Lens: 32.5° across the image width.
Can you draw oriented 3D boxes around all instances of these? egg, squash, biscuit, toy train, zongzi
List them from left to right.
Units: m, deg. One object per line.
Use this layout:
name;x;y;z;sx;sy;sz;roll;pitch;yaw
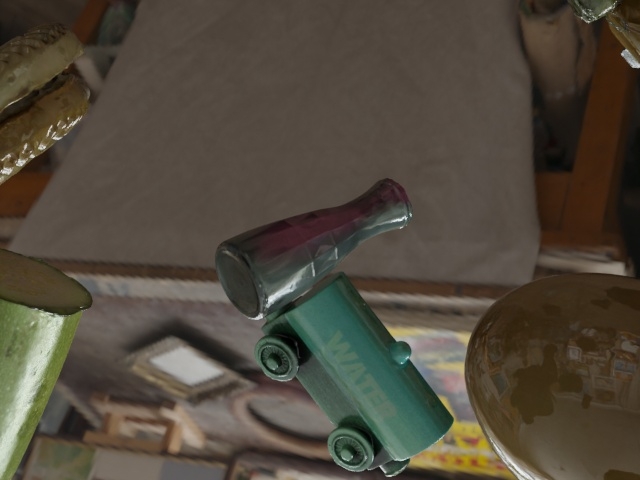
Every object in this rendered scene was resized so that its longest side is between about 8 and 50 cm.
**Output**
biscuit;-0.277;-0.066;0.803;0.259;0.259;0.079;-18;112;44
squash;-0.213;0.101;0.657;0.095;0.188;0.095;23;-170;-4
toy train;0.039;0.146;1.207;0.159;0.101;0.248;-32;98;39
zongzi;0.335;-0.327;1.317;0.062;0.154;0.130;-19;160;-24
egg;0.352;0.192;1.336;0.374;0.301;0.301;18;149;24

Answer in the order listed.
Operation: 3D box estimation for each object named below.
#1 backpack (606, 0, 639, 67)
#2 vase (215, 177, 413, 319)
backpack;0.566;-0.371;1.441;0.353;0.378;0.201;29;-170;11
vase;0.000;0.000;1.140;0.086;0.214;0.086;39;143;37
